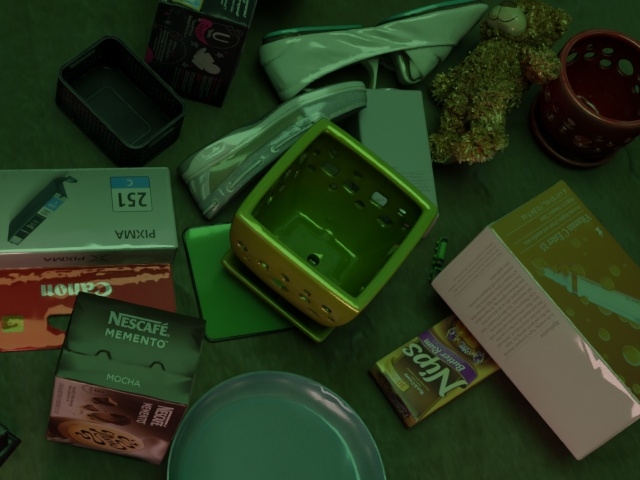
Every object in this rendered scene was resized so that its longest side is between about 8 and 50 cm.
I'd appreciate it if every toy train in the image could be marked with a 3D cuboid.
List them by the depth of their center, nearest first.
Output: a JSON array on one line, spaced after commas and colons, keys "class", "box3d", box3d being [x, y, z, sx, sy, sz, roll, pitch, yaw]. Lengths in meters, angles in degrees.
[{"class": "toy train", "box3d": [0.188, 0.031, 2.017, 0.017, 0.023, 0.083, 18, 63, -6]}]

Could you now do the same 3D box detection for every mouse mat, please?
[{"class": "mouse mat", "box3d": [-0.120, 0.057, 1.934, 0.153, 0.007, 0.189, -7, 67, -18]}]

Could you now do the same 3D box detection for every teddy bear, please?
[{"class": "teddy bear", "box3d": [0.274, -0.261, 2.063, 0.113, 0.245, 0.338, 36, 88, -23]}]

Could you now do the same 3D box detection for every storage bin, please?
[{"class": "storage bin", "box3d": [-0.308, -0.210, 1.962, 0.180, 0.084, 0.122, 45, 63, 7]}]

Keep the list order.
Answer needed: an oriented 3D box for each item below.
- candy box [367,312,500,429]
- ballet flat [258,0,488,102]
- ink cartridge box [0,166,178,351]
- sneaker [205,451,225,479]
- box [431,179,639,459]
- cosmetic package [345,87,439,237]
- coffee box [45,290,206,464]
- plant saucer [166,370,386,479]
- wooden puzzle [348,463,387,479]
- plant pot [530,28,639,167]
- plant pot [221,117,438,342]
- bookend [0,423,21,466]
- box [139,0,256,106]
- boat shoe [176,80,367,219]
[{"class": "candy box", "box3d": [0.178, 0.191, 1.927, 0.187, 0.053, 0.109, -30, 77, -23]}, {"class": "ballet flat", "box3d": [0.095, -0.305, 2.101, 0.400, 0.139, 0.139, -13, 70, -15]}, {"class": "ink cartridge box", "box3d": [-0.356, 0.023, 1.854, 0.296, 0.066, 0.261, -2, 66, -16]}, {"class": "sneaker", "box3d": [-0.180, 0.352, 1.740, 0.071, 0.066, 0.188, 24, 60, -35]}, {"class": "box", "box3d": [0.374, 0.114, 1.918, 0.215, 0.168, 0.345, -30, 76, -44]}, {"class": "cosmetic package", "box3d": [0.111, -0.124, 2.035, 0.117, 0.085, 0.231, 2, 64, -13]}, {"class": "coffee box", "box3d": [-0.260, 0.187, 1.674, 0.168, 0.297, 0.118, 15, 64, -9]}, {"class": "plant saucer", "box3d": [-0.061, 0.335, 1.745, 0.318, 0.044, 0.317, 9, 65, -20]}, {"class": "wooden puzzle", "box3d": [-0.007, 0.419, 1.785, 0.239, 0.044, 0.220, 1, 66, -20]}, {"class": "plant pot", "box3d": [0.452, -0.230, 2.121, 0.191, 0.174, 0.191, 5, 66, -12]}, {"class": "plant pot", "box3d": [0.000, 0.000, 1.873, 0.228, 0.207, 0.227, 39, 59, 3]}, {"class": "bookend", "box3d": [-0.464, 0.281, 1.657, 0.072, 0.156, 0.157, 35, 62, 3]}, {"class": "box", "box3d": [-0.179, -0.344, 1.963, 0.142, 0.247, 0.163, 15, 64, -9]}, {"class": "boat shoe", "box3d": [-0.062, -0.148, 1.974, 0.320, 0.118, 0.103, -28, 90, -12]}]
